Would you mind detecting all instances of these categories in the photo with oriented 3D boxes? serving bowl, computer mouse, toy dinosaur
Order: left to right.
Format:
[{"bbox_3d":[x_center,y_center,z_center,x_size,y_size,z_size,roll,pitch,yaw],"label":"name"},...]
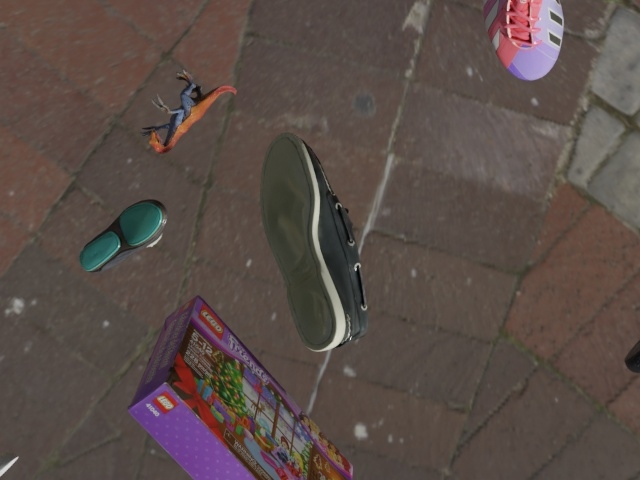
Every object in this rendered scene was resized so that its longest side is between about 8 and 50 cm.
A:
[{"bbox_3d":[-0.533,0.373,1.695,0.027,0.083,0.083,45,106,0],"label":"serving bowl"},{"bbox_3d":[-0.130,-0.118,0.978,0.090,0.047,0.082,1,65,7],"label":"toy dinosaur"},{"bbox_3d":[0.527,0.131,1.527,0.041,0.071,0.242,41,143,8],"label":"computer mouse"}]

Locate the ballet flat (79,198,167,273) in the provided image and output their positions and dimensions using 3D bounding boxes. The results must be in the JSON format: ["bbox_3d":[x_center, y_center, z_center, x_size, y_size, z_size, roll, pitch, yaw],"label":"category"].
[{"bbox_3d":[-0.302,-0.009,1.664,0.203,0.074,0.074,-31,104,30],"label":"ballet flat"}]

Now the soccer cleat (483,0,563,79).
[{"bbox_3d":[0.202,-0.255,1.027,0.083,0.095,0.248,0,132,10],"label":"soccer cleat"}]

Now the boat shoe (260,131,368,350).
[{"bbox_3d":[0.003,-0.001,1.580,0.127,0.113,0.340,-34,65,40],"label":"boat shoe"}]

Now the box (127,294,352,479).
[{"bbox_3d":[-0.075,0.219,1.142,0.057,0.201,0.293,-35,107,16],"label":"box"}]
